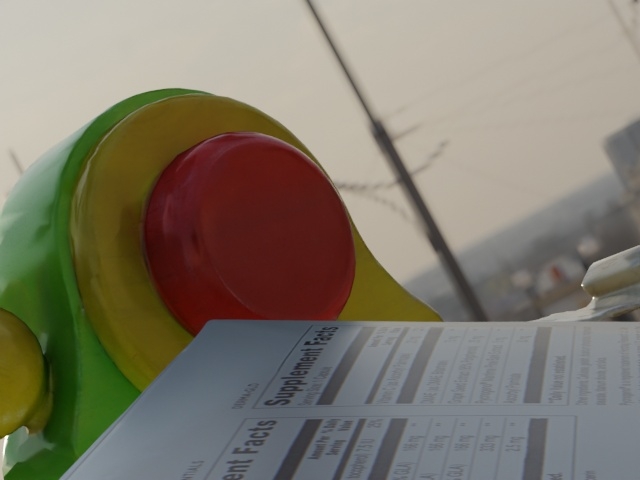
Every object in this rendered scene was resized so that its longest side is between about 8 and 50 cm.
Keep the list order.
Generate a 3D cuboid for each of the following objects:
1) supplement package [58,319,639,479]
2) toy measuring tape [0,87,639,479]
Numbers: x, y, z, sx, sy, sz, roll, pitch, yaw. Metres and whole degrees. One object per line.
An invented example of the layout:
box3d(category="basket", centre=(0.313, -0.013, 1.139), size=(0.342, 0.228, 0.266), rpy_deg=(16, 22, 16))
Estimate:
box3d(category="supplement package", centre=(0.086, 0.133, 0.390), size=(0.263, 0.199, 0.198), rpy_deg=(0, 10, 9))
box3d(category="toy measuring tape", centre=(0.000, 0.000, 0.618), size=(0.330, 0.121, 0.121), rpy_deg=(-13, -12, -42))
